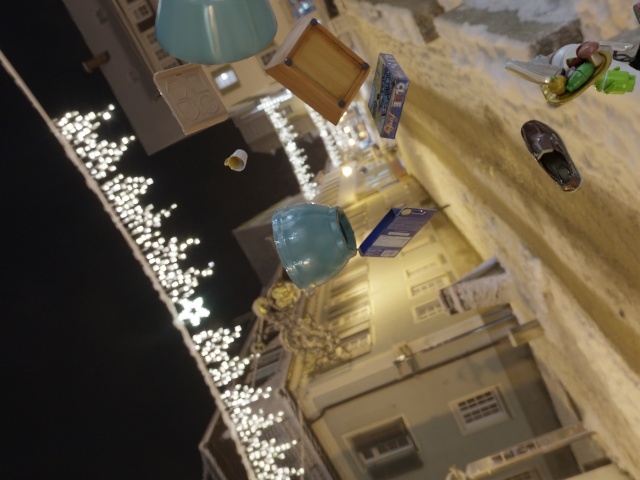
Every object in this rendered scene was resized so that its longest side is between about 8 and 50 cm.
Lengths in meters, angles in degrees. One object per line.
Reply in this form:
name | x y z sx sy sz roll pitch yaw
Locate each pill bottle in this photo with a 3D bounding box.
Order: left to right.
pill bottle | 0.961 -0.670 2.288 0.278 0.162 0.162 -62 -53 -82

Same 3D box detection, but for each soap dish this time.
soap dish | 0.004 -0.543 1.874 0.291 0.228 0.118 35 167 -17

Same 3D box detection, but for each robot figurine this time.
robot figurine | 0.859 -0.465 1.733 0.067 0.115 0.101 76 -147 -49

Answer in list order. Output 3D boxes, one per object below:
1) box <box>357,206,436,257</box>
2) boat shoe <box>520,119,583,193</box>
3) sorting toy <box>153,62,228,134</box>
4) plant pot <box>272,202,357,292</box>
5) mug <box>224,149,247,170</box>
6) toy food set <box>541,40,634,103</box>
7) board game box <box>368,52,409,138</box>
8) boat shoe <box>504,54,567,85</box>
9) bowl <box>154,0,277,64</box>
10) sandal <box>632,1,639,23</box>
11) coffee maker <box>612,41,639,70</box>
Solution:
box | 0.220 -0.030 1.703 0.137 0.225 0.036 3 -129 -36
boat shoe | 0.659 -0.254 1.696 0.095 0.095 0.257 6 -132 -52
sorting toy | -0.416 -0.458 1.900 0.193 0.038 0.208 -33 -81 -41
plant pot | 0.000 0.000 1.909 0.293 0.196 0.292 -20 -90 -74
mug | -0.294 -0.290 2.075 0.064 0.078 0.062 -74 -1 -49
toy food set | 0.645 -0.443 1.477 0.071 0.218 0.128 41 -167 -28
board game box | 0.184 -0.404 1.632 0.243 0.042 0.165 -98 16 -57
boat shoe | 0.706 -0.550 1.894 0.079 0.228 0.081 -91 18 -81
bowl | -0.262 -0.591 1.445 0.163 0.312 0.311 94 162 -54
sandal | 0.621 -0.428 1.116 0.067 0.040 0.179 63 -166 -7
coffee maker | 0.798 -0.493 1.387 0.178 0.171 0.120 79 -156 -44
